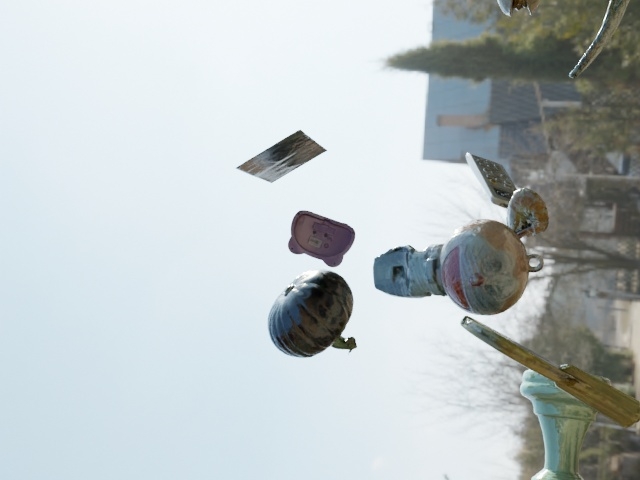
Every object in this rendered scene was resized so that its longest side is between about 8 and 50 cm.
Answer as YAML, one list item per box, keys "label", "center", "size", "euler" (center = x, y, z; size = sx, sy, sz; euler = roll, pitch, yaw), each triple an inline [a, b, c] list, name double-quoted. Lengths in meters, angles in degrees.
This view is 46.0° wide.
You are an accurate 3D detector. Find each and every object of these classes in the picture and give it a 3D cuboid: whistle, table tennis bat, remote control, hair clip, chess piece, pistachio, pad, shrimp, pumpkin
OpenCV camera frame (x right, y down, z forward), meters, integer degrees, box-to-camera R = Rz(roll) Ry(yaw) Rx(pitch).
- label: "whistle"
  center: [0.243, 0.058, 1.420]
  size: [0.189, 0.348, 0.189]
  euler: [17, -110, -57]
- label: "table tennis bat"
  center: [0.373, 0.211, 1.238]
  size: [0.050, 0.321, 0.198]
  euler: [-62, -11, 2]
- label: "remote control"
  center: [0.487, -0.161, 2.134]
  size: [0.313, 0.109, 0.055]
  euler: [-96, 26, -60]
- label: "hair clip"
  center: [0.544, -0.412, 1.436]
  size: [0.066, 0.036, 0.229]
  euler: [-3, -58, -53]
- label: "chess piece"
  center: [0.524, 0.436, 1.628]
  size: [0.194, 0.194, 0.299]
  euler: [36, -121, -66]
- label: "pistachio"
  center: [0.522, -0.698, 1.997]
  size: [0.131, 0.129, 0.206]
  euler: [-3, -94, -75]
- label: "pad"
  center: [-0.081, -0.183, 1.690]
  size: [0.004, 0.163, 0.243]
  euler: [63, -168, 10]
- label: "shrimp"
  center: [0.514, -0.050, 1.893]
  size: [0.051, 0.115, 0.217]
  euler: [-28, -27, -17]
- label: "pumpkin"
  center: [-0.005, 0.208, 1.947]
  size: [0.248, 0.248, 0.248]
  euler: [5, -90, -69]

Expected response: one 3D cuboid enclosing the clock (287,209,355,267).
- label: "clock"
  center: [0.000, 0.000, 1.762]
  size: [0.050, 0.152, 0.110]
  euler: [81, -150, -78]
